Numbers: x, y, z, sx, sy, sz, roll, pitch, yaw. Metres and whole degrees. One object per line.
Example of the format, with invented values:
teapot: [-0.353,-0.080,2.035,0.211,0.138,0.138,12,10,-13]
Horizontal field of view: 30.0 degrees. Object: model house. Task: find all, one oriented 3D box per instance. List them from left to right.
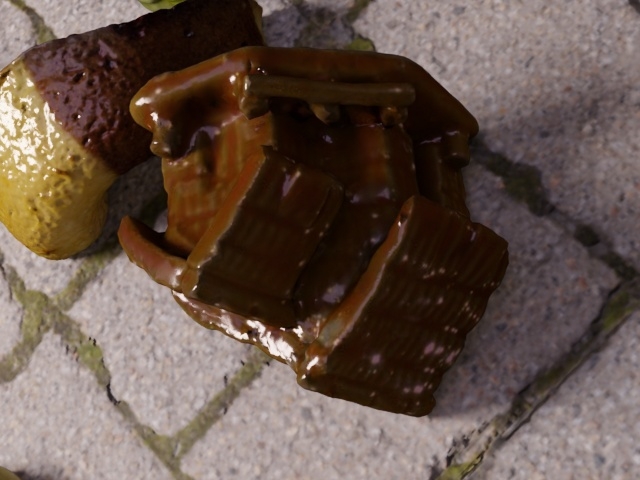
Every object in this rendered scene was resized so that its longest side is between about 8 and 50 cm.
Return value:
model house: [0.000,-0.002,0.817,0.220,0.199,0.229,-24,59,25]

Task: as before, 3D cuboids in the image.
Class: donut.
donut: [-0.162,-0.093,0.939,0.295,0.151,0.112,-36,72,4]

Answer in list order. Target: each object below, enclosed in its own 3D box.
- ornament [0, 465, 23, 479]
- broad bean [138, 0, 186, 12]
ornament: [-0.320,0.263,0.911,0.201,0.059,0.180,-10,70,15]
broad bean: [-0.128,-0.273,1.026,0.124,0.082,0.174,-18,66,16]
